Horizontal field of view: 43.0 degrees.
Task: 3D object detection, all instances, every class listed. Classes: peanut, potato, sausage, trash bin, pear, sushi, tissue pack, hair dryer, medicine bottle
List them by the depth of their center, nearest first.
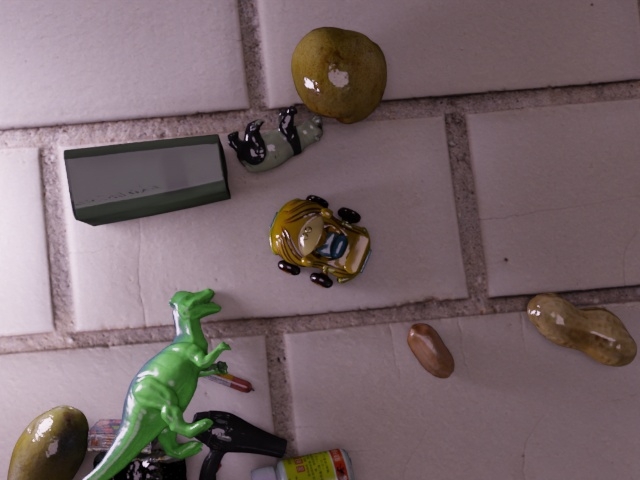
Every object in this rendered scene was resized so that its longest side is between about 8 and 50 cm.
[{"bbox_3d":[-0.624,0.496,1.845,0.159,0.174,0.251,22,85,1],"label":"potato"},{"bbox_3d":[-0.038,0.564,1.856,0.225,0.139,0.139,-10,86,-10],"label":"medicine bottle"},{"bbox_3d":[-0.415,0.543,1.861,0.212,0.147,0.115,1,87,-3],"label":"sushi"},{"bbox_3d":[-0.387,-0.137,1.873,0.343,0.223,0.158,-7,86,-4],"label":"trash bin"},{"bbox_3d":[-0.454,0.454,1.884,0.148,0.108,0.060,2,91,-2],"label":"tissue pack"},{"bbox_3d":[0.042,-0.381,1.905,0.228,0.188,0.211,7,79,-1],"label":"pear"},{"bbox_3d":[-0.221,0.544,1.908,0.235,0.091,0.272,19,94,-10],"label":"hair dryer"},{"bbox_3d":[0.619,0.203,1.917,0.274,0.111,0.125,24,82,0],"label":"peanut"},{"bbox_3d":[0.262,0.262,1.927,0.076,0.076,0.152,-36,93,-3],"label":"peanut"},{"bbox_3d":[-0.261,0.318,1.935,0.223,0.029,0.029,21,86,0],"label":"sausage"}]

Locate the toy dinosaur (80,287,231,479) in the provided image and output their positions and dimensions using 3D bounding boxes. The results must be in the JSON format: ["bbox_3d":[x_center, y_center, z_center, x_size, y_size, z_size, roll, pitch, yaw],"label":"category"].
[{"bbox_3d":[-0.423,0.327,1.813,0.500,0.144,0.374,-17,66,-15],"label":"toy dinosaur"}]

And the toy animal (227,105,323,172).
[{"bbox_3d":[-0.100,-0.245,1.944,0.225,0.094,0.121,-26,97,-12],"label":"toy animal"}]

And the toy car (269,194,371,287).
[{"bbox_3d":[0.000,0.000,1.903,0.248,0.142,0.200,20,85,-1],"label":"toy car"}]
